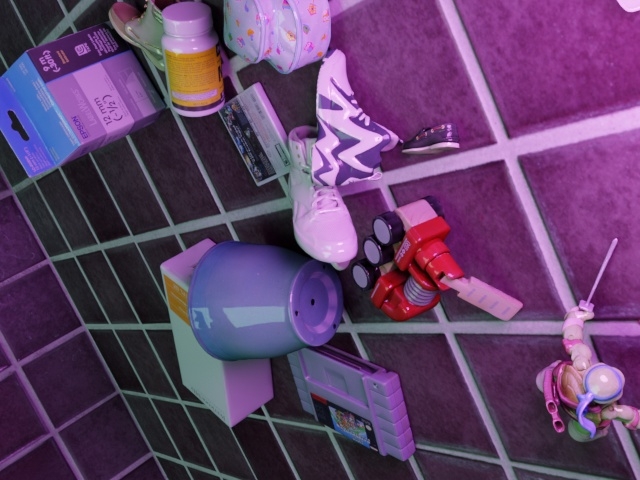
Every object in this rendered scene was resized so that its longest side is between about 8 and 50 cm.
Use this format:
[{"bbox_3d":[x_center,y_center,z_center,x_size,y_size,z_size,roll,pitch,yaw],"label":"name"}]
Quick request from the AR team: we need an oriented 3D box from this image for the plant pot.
[{"bbox_3d":[-0.099,0.132,1.754,0.255,0.271,0.272,-2,116,37],"label":"plant pot"}]

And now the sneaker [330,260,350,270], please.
[{"bbox_3d":[0.001,0.000,1.669,0.084,0.058,0.152,-34,84,52],"label":"sneaker"}]

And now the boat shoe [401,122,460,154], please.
[{"bbox_3d":[0.178,-0.162,1.315,0.133,0.049,0.042,-6,84,62],"label":"boat shoe"}]

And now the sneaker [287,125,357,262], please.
[{"bbox_3d":[-0.006,-0.099,1.480,0.292,0.108,0.169,-117,21,-51],"label":"sneaker"}]

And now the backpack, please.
[{"bbox_3d":[-0.075,-0.377,1.385,0.188,0.144,0.166,35,137,29],"label":"backpack"}]

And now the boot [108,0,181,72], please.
[{"bbox_3d":[-0.370,-0.485,1.754,0.213,0.077,0.165,44,146,12],"label":"boot"}]

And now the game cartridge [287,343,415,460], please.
[{"bbox_3d":[0.059,0.362,1.898,0.355,0.068,0.230,15,124,47],"label":"game cartridge"}]

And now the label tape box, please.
[{"bbox_3d":[-0.579,-0.336,1.905,0.249,0.347,0.115,60,148,-2],"label":"label tape box"}]

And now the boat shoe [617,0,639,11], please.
[{"bbox_3d":[0.351,-0.329,0.944,0.046,0.038,0.125,-21,109,15],"label":"boat shoe"}]

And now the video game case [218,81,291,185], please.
[{"bbox_3d":[-0.129,-0.218,1.702,0.173,0.022,0.190,-16,104,56],"label":"video game case"}]

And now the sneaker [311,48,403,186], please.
[{"bbox_3d":[0.068,-0.207,1.396,0.094,0.153,0.235,84,-169,-82],"label":"sneaker"}]

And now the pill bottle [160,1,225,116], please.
[{"bbox_3d":[-0.262,-0.370,1.663,0.119,0.119,0.208,33,140,34],"label":"pill bottle"}]

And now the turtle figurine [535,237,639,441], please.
[{"bbox_3d":[0.438,0.193,1.204,0.198,0.275,0.266,25,161,9],"label":"turtle figurine"}]

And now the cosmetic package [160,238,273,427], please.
[{"bbox_3d":[-0.267,0.249,2.146,0.230,0.161,0.453,32,140,35],"label":"cosmetic package"}]

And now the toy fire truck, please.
[{"bbox_3d":[0.199,0.072,1.408,0.246,0.158,0.217,56,149,24],"label":"toy fire truck"}]
